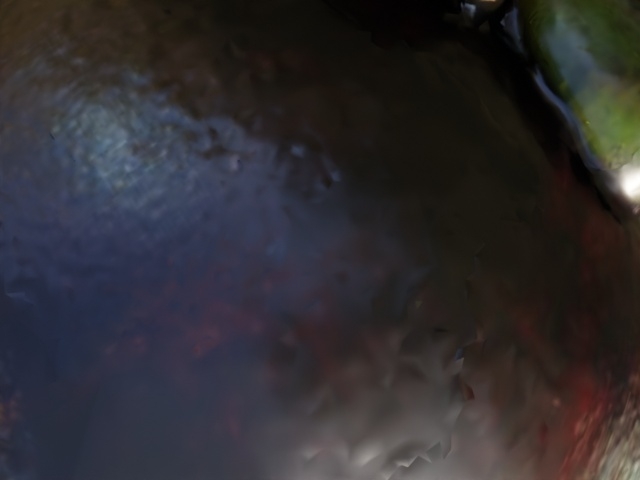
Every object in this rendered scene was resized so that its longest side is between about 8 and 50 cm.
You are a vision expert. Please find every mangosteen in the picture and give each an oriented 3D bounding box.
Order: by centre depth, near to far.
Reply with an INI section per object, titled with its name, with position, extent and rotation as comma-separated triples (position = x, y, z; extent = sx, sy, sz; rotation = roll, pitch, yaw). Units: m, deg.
[mangosteen]
position = -0.009, 0.010, 0.709
extent = 0.330, 0.330, 0.330
rotation = 15, 127, 21
